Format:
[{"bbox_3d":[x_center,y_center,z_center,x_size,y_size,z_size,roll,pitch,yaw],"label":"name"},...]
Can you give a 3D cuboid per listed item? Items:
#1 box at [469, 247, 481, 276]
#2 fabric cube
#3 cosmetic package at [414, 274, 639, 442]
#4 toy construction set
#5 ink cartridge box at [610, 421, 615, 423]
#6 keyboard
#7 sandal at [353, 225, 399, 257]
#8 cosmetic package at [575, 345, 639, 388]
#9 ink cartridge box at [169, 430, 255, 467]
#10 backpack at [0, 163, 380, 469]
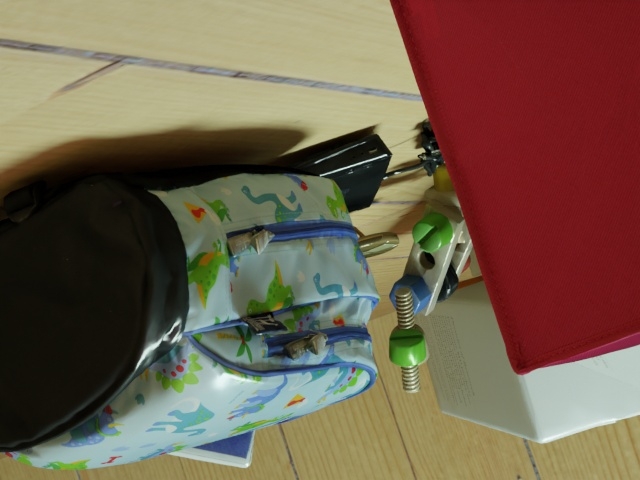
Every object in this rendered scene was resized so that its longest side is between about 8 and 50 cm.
[{"bbox_3d":[0.263,-0.028,2.503,0.130,0.091,0.170,-16,173,-20],"label":"box"},{"bbox_3d":[0.235,-0.095,1.116,0.258,0.259,0.254,-10,170,-45],"label":"fabric cube"},{"bbox_3d":[0.272,0.111,2.296,0.230,0.162,0.453,-17,-177,-10],"label":"cosmetic package"},{"bbox_3d":[0.151,-0.013,1.947,0.308,0.237,0.257,-20,-149,-22],"label":"toy construction set"},{"bbox_3d":[0.293,0.203,2.306,0.115,0.029,0.063,-16,-178,23],"label":"ink cartridge box"},{"bbox_3d":[0.032,-0.060,1.838,0.201,0.033,0.317,-17,174,-5],"label":"keyboard"},{"bbox_3d":[0.000,0.000,2.200,0.180,0.049,0.072,-6,176,31],"label":"sandal"},{"bbox_3d":[0.332,0.036,1.691,0.385,0.217,0.156,20,-116,48],"label":"cosmetic package"},{"bbox_3d":[-0.246,0.173,2.148,0.324,0.071,0.330,11,178,-9],"label":"ink cartridge box"},{"bbox_3d":[-0.111,0.053,1.558,0.290,0.273,0.355,-31,180,32],"label":"backpack"}]
